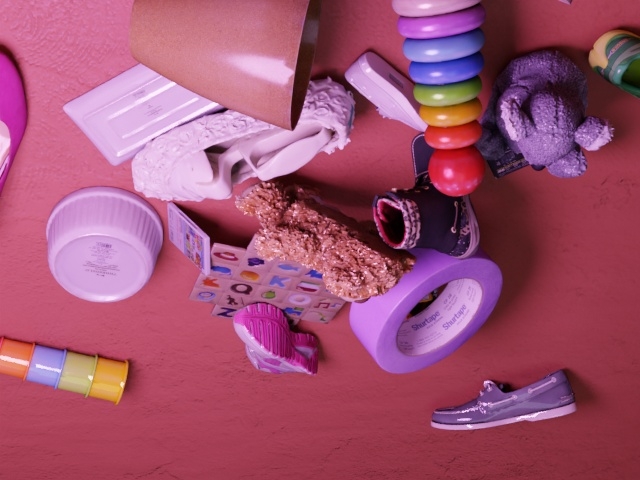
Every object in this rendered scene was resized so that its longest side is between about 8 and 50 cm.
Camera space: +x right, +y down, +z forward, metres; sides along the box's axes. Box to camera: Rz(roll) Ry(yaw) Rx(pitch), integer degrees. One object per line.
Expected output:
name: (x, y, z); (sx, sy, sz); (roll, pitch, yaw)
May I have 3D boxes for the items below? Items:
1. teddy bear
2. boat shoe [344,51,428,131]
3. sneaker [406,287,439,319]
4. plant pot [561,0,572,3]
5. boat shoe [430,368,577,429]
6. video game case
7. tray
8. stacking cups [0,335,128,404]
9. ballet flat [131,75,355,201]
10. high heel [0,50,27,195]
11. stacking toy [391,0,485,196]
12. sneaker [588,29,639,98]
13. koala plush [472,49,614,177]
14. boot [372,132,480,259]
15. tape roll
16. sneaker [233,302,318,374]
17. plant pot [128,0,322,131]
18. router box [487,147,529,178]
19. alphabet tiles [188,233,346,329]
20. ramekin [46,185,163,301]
teddy bear: (0.000, 0.000, 1.590); (0.338, 0.245, 0.113); (30, 110, 23)
boat shoe: (0.116, -0.232, 1.586); (0.184, 0.066, 0.063); (33, 134, -32)
sneaker: (0.199, 0.067, 1.830); (0.088, 0.092, 0.225); (-2, 130, -4)
plant pot: (0.296, -0.499, 1.277); (0.257, 0.256, 0.274); (23, 108, -23)
boat shoe: (0.395, 0.351, 2.115); (0.320, 0.116, 0.099); (-11, 88, 12)
video game case: (-0.235, -0.004, 1.715); (0.011, 0.122, 0.087); (-25, 139, -31)
tray: (-0.272, -0.220, 1.575); (0.270, 0.030, 0.145); (-25, 128, 15)
stacking cups: (-0.546, 0.250, 1.909); (0.316, 0.096, 0.096); (15, 127, -18)
ballet flat: (-0.132, -0.144, 1.577); (0.409, 0.147, 0.147); (-22, 129, 12)
high heel: (-0.552, -0.114, 1.537); (0.127, 0.181, 0.377); (10, 129, -14)
stacking toy: (0.202, -0.227, 1.480); (0.141, 0.141, 0.330); (-10, 110, 3)
sneaker: (0.582, -0.260, 1.566); (0.296, 0.123, 0.109); (6, 129, -12)
koala plush: (0.350, -0.191, 1.511); (0.196, 0.221, 0.203); (13, 108, 2)
boot: (0.161, -0.083, 1.577); (0.179, 0.236, 0.085); (3, 154, -41)
tape roll: (0.190, 0.111, 1.724); (0.275, 0.090, 0.274); (-24, 141, -21)
sneaker: (-0.106, 0.207, 1.894); (0.111, 0.102, 0.252); (-13, 145, 26)
plant pot: (-0.141, -0.299, 1.415); (0.255, 0.237, 0.237); (11, 130, 4)
router box: (0.342, -0.172, 1.674); (0.123, 0.038, 0.092); (-23, 129, 13)
alphabet tiles: (-0.084, 0.084, 1.792); (0.285, 0.011, 0.342); (11, 149, -15)
ramekin: (-0.388, 0.016, 1.715); (0.207, 0.109, 0.207); (-3, 131, -3)
